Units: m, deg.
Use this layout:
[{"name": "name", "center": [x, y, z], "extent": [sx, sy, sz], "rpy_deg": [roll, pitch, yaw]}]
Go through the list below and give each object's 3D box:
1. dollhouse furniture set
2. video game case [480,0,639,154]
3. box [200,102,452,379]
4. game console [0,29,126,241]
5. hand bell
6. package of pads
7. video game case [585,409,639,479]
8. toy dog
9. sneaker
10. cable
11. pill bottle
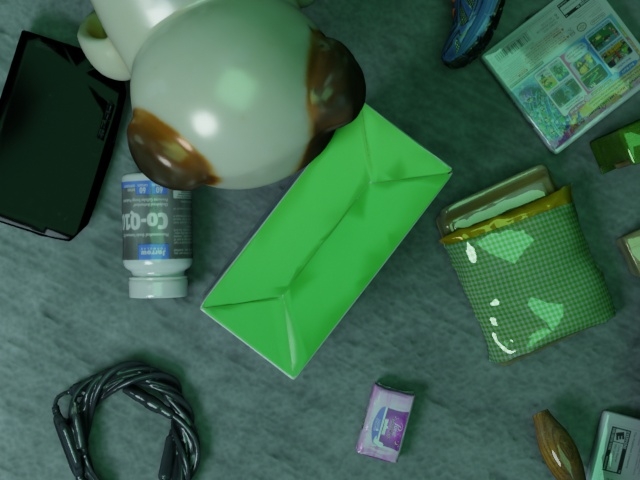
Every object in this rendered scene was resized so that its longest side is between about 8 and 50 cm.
[{"name": "dollhouse furniture set", "center": [0.298, -0.002, 1.406], "extent": [0.301, 0.151, 0.198], "rpy_deg": [-25, 91, -3]}, {"name": "video game case", "center": [0.287, -0.202, 1.474], "extent": [0.157, 0.019, 0.143], "rpy_deg": [-38, 92, -4]}, {"name": "box", "center": [0.000, 0.000, 1.351], "extent": [0.126, 0.231, 0.262], "rpy_deg": [38, 88, -5]}, {"name": "game console", "center": [-0.407, -0.145, 1.424], "extent": [0.361, 0.044, 0.213], "rpy_deg": [17, 88, -2]}, {"name": "hand bell", "center": [0.299, 0.299, 1.418], "extent": [0.126, 0.126, 0.242], "rpy_deg": [-24, 79, -3]}, {"name": "package of pads", "center": [0.074, 0.206, 1.452], "extent": [0.050, 0.032, 0.083], "rpy_deg": [15, 89, -1]}, {"name": "video game case", "center": [0.389, 0.314, 1.474], "extent": [0.183, 0.023, 0.201], "rpy_deg": [15, 88, -3]}, {"name": "toy dog", "center": [-0.107, -0.250, 1.223], "extent": [0.284, 0.395, 0.408], "rpy_deg": [-21, 88, -10]}, {"name": "sneaker", "center": [0.171, -0.300, 1.448], "extent": [0.087, 0.083, 0.221], "rpy_deg": [15, 83, 11]}, {"name": "cable", "center": [-0.209, 0.231, 1.436], "extent": [0.150, 0.047, 0.185], "rpy_deg": [-21, 88, -8]}, {"name": "pill bottle", "center": [-0.180, -0.006, 1.417], "extent": [0.078, 0.078, 0.137], "rpy_deg": [-2, 89, -3]}]
